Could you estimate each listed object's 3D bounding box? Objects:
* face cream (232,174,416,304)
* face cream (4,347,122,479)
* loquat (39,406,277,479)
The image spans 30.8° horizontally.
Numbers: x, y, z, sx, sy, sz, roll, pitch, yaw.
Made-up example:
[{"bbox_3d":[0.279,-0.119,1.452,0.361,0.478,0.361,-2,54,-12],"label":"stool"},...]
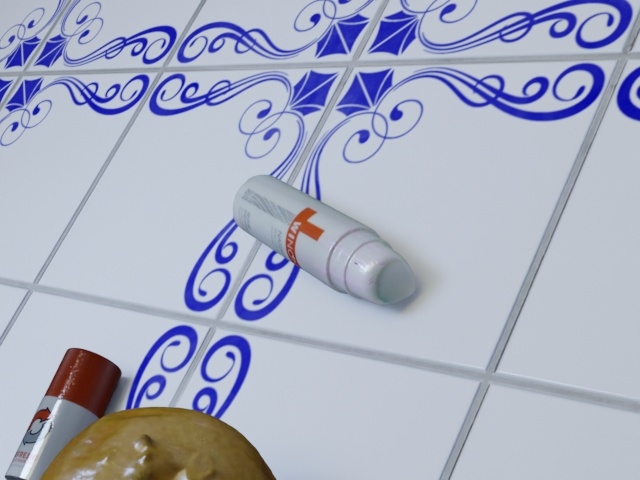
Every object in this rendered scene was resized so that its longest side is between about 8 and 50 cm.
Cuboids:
[{"bbox_3d":[0.000,0.000,1.650,0.102,0.102,0.345,-51,39,-7],"label":"face cream"},{"bbox_3d":[-0.384,0.276,1.748,0.096,0.096,0.214,-2,56,40],"label":"face cream"},{"bbox_3d":[-0.186,0.354,1.343,0.328,0.328,0.328,-23,45,25],"label":"loquat"}]
